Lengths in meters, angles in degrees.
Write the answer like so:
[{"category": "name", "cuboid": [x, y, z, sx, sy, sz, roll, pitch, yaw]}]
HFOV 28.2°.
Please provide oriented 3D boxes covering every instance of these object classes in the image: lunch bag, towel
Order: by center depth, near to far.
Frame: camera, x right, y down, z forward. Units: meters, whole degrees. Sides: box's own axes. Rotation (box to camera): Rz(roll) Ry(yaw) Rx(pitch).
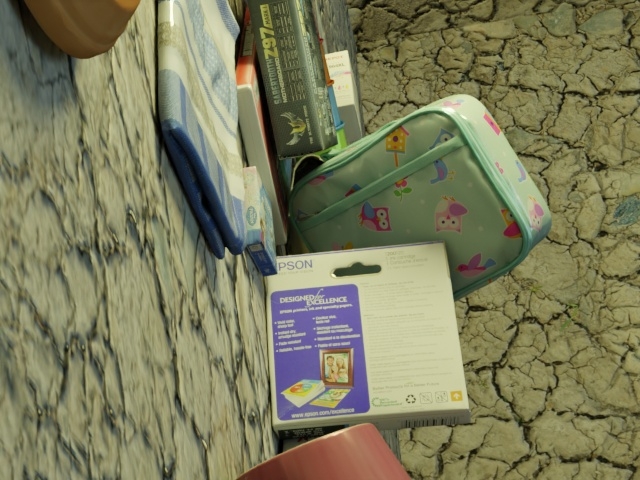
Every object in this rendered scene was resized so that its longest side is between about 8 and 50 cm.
[{"category": "towel", "cuboid": [-0.103, -0.151, 1.121, 0.209, 0.034, 0.285, 72, 11, -56]}, {"category": "lunch bag", "cuboid": [0.103, -0.031, 1.477, 0.224, 0.279, 0.108, 58, 33, -5]}]

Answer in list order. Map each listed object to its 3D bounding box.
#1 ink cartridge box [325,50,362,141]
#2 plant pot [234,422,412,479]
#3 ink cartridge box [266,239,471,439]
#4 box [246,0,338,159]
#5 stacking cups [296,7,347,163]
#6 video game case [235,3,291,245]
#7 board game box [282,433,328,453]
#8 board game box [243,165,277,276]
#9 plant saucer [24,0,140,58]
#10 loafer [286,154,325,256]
[{"category": "ink cartridge box", "cuboid": [0.013, -0.241, 2.116, 0.090, 0.092, 0.143, 73, 9, -52]}, {"category": "plant pot", "cuboid": [0.019, 0.257, 1.042, 0.201, 0.201, 0.180, 58, 8, -76]}, {"category": "ink cartridge box", "cuboid": [0.047, 0.105, 1.370, 0.045, 0.206, 0.208, 83, 2, -59]}, {"category": "box", "cuboid": [-0.034, -0.216, 1.498, 0.183, 0.059, 0.232, -54, 132, -81]}, {"category": "stacking cups", "cuboid": [-0.007, -0.191, 1.835, 0.096, 0.096, 0.316, -76, 156, -76]}, {"category": "video game case", "cuboid": [-0.066, -0.150, 1.537, 0.285, 0.025, 0.204, -89, 169, -59]}, {"category": "board game box", "cuboid": [-0.002, 0.311, 1.340, 0.305, 0.053, 0.193, -87, 168, -65]}, {"category": "board game box", "cuboid": [-0.066, -0.019, 1.362, 0.090, 0.020, 0.090, 69, 13, -65]}, {"category": "plant saucer", "cuboid": [-0.142, -0.205, 0.724, 0.200, 0.037, 0.199, -10, 90, -81]}, {"category": "loafer", "cuboid": [0.000, 0.000, 1.643, 0.092, 0.102, 0.268, 71, 3, -56]}]
